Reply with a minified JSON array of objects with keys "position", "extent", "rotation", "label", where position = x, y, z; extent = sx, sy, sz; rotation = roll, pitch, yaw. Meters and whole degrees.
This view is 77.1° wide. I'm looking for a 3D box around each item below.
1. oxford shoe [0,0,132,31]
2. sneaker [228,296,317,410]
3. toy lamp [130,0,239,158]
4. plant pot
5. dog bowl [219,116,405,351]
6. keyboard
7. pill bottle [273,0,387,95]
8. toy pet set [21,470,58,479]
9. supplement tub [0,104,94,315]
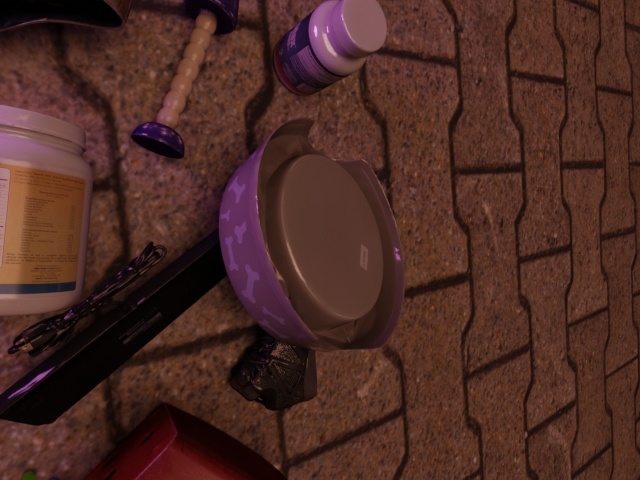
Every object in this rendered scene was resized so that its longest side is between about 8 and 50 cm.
[{"position":[-0.373,-0.285,0.375],"extent":[0.364,0.130,0.132],"rotation":[-6,76,-25],"label":"oxford shoe"},{"position":[-0.077,0.164,0.633],"extent":[0.130,0.087,0.227],"rotation":[-10,102,-39],"label":"sneaker"},{"position":[-0.178,-0.254,0.562],"extent":[0.080,0.080,0.274],"rotation":[21,80,-32],"label":"toy lamp"},{"position":[-0.175,0.361,0.485],"extent":[0.267,0.267,0.235],"rotation":[-43,101,-25],"label":"plant pot"},{"position":[0.000,0.000,0.603],"extent":[0.349,0.102,0.348],"rotation":[26,56,-46],"label":"dog bowl"},{"position":[-0.235,0.086,0.488],"extent":[0.033,0.201,0.317],"rotation":[40,63,14],"label":"keyboard"},{"position":[0.013,-0.304,0.625],"extent":[0.108,0.180,0.107],"rotation":[-1,91,-34],"label":"pill bottle"},{"position":[-0.397,0.321,0.456],"extent":[0.122,0.065,0.114],"rotation":[44,33,-29],"label":"toy pet set"},{"position":[-0.328,-0.029,0.428],"extent":[0.145,0.144,0.199],"rotation":[5,88,-34],"label":"supplement tub"}]
